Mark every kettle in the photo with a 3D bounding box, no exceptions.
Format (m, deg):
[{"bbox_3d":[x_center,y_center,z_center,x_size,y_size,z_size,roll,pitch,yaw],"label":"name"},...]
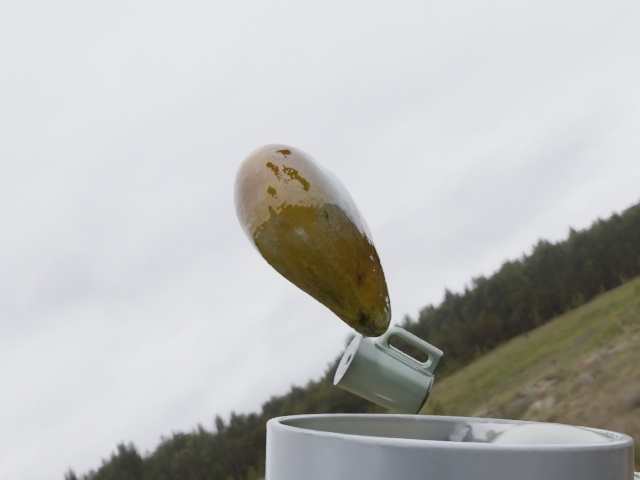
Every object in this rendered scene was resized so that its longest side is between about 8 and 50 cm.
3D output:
[{"bbox_3d":[0.114,0.222,1.562,0.148,0.126,0.098,27,-30,-4],"label":"kettle"}]

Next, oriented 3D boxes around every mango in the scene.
[{"bbox_3d":[0.000,0.000,1.305,0.146,0.316,0.193,-38,2,24],"label":"mango"}]

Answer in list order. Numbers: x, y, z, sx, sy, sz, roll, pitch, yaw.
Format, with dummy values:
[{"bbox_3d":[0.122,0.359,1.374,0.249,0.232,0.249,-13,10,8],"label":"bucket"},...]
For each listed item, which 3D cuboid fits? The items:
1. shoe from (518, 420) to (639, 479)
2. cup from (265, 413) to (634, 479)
[{"bbox_3d":[0.369,0.331,1.125,0.124,0.316,0.159,-49,4,-41],"label":"shoe"},{"bbox_3d":[0.062,0.283,0.613,0.237,0.326,0.323,3,-6,-17],"label":"cup"}]
